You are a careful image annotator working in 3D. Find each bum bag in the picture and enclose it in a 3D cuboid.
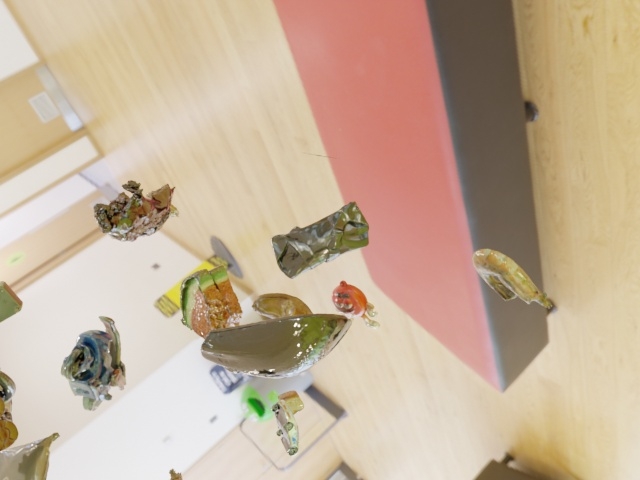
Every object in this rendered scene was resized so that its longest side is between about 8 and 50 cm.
[{"bbox_3d":[0.000,0.000,1.447,0.123,0.248,0.060,65,-170,8],"label":"bum bag"}]

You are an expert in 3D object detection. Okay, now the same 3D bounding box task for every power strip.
[{"bbox_3d":[-0.882,0.171,1.444,0.145,0.215,0.061,62,172,-26],"label":"power strip"}]

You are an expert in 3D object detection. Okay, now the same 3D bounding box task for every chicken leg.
[{"bbox_3d":[-0.298,-0.047,0.954,0.063,0.105,0.234,38,-173,1],"label":"chicken leg"}]

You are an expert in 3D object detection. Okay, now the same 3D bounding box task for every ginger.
[{"bbox_3d":[-0.065,0.238,1.595,0.133,0.107,0.309,20,152,35],"label":"ginger"}]

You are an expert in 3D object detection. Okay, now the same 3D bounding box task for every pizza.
[{"bbox_3d":[-0.372,0.674,1.500,0.195,0.052,0.185,98,151,-56],"label":"pizza"}]

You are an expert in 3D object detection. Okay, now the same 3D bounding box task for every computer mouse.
[{"bbox_3d":[-0.077,0.179,0.948,0.147,0.264,0.088,42,-138,-62],"label":"computer mouse"}]

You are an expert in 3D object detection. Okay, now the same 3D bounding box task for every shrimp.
[{"bbox_3d":[0.523,0.120,1.630,0.254,0.059,0.145,42,151,-9],"label":"shrimp"}]

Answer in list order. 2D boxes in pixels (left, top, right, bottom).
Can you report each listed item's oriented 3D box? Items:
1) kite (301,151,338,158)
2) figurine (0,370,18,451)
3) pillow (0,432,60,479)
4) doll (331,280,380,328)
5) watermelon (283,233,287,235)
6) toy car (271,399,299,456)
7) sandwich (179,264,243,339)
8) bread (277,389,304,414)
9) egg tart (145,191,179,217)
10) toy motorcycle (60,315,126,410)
[{"bbox_3d":[0.001,-0.259,1.778,0.090,0.122,0.004,-80,-1,-81],"label":"kite"},{"bbox_3d":[-0.705,0.352,1.151,0.382,0.186,0.261,-8,93,54],"label":"figurine"},{"bbox_3d":[-0.708,0.527,1.310,0.059,0.255,0.169,52,-154,-39],"label":"pillow"},{"bbox_3d":[0.111,0.224,1.975,0.183,0.085,0.217,9,139,26],"label":"doll"},{"bbox_3d":[-0.081,0.019,1.840,0.105,0.062,0.105,62,-175,-9],"label":"watermelon"},{"bbox_3d":[-0.100,0.573,1.765,0.095,0.056,0.205,42,147,49],"label":"toy car"},{"bbox_3d":[-0.313,0.185,1.673,0.212,0.109,0.292,37,140,29],"label":"sandwich"},{"bbox_3d":[-0.104,0.572,2.057,0.077,0.070,0.083,60,169,-4],"label":"bread"},{"bbox_3d":[-0.517,-0.107,1.889,0.130,0.052,0.130,30,167,7],"label":"egg tart"},{"bbox_3d":[-0.732,0.385,1.849,0.319,0.182,0.241,97,160,-49],"label":"toy motorcycle"}]
